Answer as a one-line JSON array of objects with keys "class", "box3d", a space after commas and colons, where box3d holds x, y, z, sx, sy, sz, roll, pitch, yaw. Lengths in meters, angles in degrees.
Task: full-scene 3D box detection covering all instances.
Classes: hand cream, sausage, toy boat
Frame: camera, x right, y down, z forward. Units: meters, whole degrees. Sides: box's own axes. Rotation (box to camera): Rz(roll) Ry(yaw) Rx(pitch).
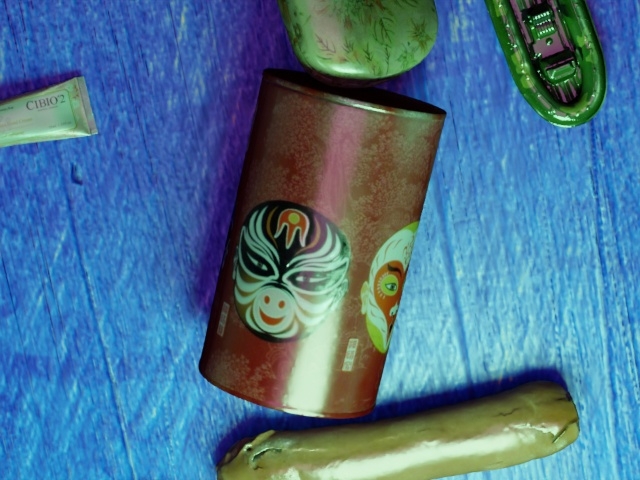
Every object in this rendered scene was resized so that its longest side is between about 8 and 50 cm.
[{"class": "hand cream", "box3d": [-0.358, -0.128, 1.688, 0.210, 0.043, 0.067, -13, 100, -2]}, {"class": "sausage", "box3d": [0.085, 0.236, 1.718, 0.419, 0.094, 0.094, -10, 133, 3]}, {"class": "toy boat", "box3d": [0.247, -0.224, 1.647, 0.104, 0.052, 0.210, -21, 99, 3]}]

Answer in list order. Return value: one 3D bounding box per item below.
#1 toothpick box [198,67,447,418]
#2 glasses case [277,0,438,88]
[{"class": "toothpick box", "box3d": [0.000, 0.000, 1.620, 0.204, 0.204, 0.333, 14, 100, -1]}, {"class": "glasses case", "box3d": [0.001, -0.364, 1.558, 0.156, 0.098, 0.425, -15, 86, -20]}]
